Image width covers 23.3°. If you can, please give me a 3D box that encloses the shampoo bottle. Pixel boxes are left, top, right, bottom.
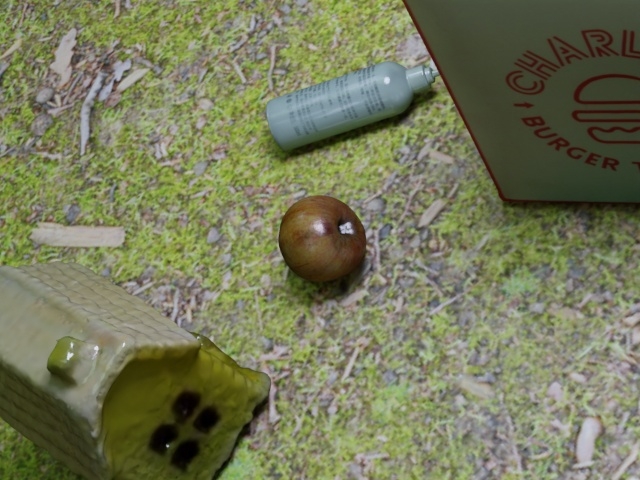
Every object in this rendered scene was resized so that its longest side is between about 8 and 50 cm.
[{"bbox_3d":[0.045,-0.140,1.517,0.195,0.056,0.056,-16,53,17],"label":"shampoo bottle"}]

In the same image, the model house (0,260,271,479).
[{"bbox_3d":[-0.189,0.111,1.349,0.193,0.234,0.174,28,74,36],"label":"model house"}]

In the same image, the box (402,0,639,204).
[{"bbox_3d":[0.281,-0.231,1.292,0.314,0.312,0.300,2,58,27],"label":"box"}]

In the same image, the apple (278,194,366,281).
[{"bbox_3d":[0.000,0.000,1.431,0.071,0.084,0.084,-35,44,36],"label":"apple"}]
